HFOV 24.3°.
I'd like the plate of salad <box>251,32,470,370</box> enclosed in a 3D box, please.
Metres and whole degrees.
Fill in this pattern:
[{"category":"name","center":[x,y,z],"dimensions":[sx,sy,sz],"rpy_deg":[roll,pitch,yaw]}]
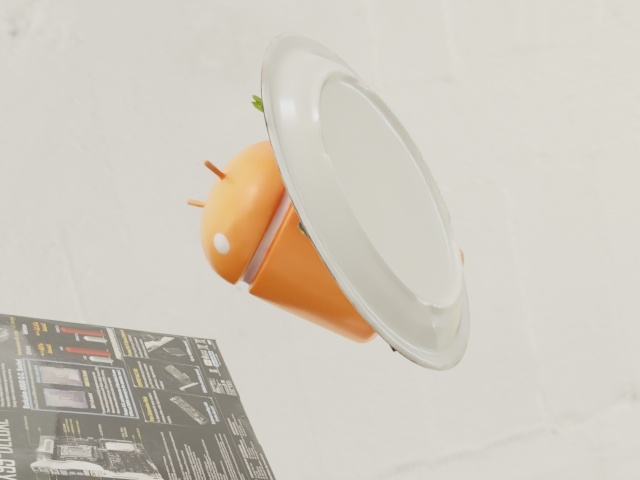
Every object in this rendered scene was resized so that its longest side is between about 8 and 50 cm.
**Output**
[{"category":"plate of salad","center":[0.020,-0.019,0.801],"dimensions":[0.048,0.200,0.200],"rpy_deg":[-27,-58,22]}]

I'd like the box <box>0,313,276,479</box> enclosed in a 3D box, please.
[{"category":"box","center":[-0.176,0.164,1.210],"dimensions":[0.242,0.307,0.076],"rpy_deg":[8,-70,-20]}]

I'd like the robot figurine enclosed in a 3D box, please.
[{"category":"robot figurine","center":[-0.001,0.001,1.178],"dimensions":[0.219,0.158,0.128],"rpy_deg":[25,-70,-5]}]
